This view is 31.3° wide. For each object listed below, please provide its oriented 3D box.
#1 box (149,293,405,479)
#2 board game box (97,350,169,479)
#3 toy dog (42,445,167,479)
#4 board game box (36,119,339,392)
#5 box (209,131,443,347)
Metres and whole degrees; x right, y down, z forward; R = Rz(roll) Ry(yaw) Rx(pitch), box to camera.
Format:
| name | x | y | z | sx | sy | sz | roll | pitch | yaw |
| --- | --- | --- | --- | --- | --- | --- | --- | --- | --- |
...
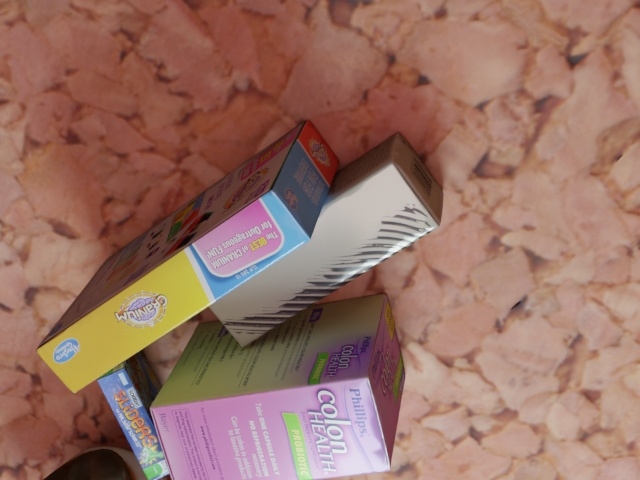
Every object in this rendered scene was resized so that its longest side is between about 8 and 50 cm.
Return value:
| name | x | y | z | sx | sy | sz | roll | pitch | yaw |
| --- | --- | --- | --- | --- | --- | --- | --- | --- | --- |
| box | -0.039 | 0.172 | 1.297 | 0.243 | 0.213 | 0.117 | -10 | 109 | 12 |
| board game box | -0.216 | 0.179 | 1.336 | 0.035 | 0.201 | 0.136 | -25 | 107 | -3 |
| toy dog | -0.186 | 0.426 | 1.369 | 0.408 | 0.284 | 0.395 | 41 | 81 | 3 |
| board game box | -0.136 | 0.011 | 1.236 | 0.316 | 0.242 | 0.064 | -33 | 104 | 20 |
| box | 0.000 | 0.000 | 1.281 | 0.275 | 0.113 | 0.094 | -33 | 104 | 20 |
